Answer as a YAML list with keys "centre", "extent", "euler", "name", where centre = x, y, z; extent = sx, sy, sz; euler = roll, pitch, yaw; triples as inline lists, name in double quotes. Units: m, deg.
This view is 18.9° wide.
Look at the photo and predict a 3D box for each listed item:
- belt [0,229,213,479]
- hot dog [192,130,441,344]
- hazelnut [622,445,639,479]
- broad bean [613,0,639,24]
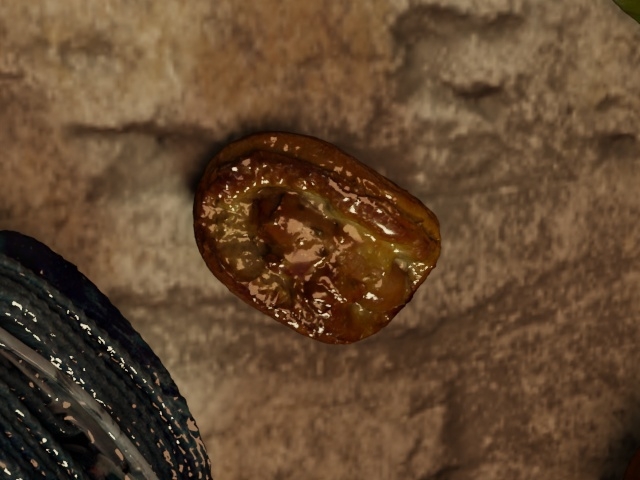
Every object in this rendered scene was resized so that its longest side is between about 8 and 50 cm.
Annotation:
- centre: [-0.161, 0.090, 0.974]
  extent: [0.218, 0.128, 0.122]
  euler: [50, 46, -30]
  name: "belt"
- centre: [0.000, -0.002, 1.041]
  extent: [0.147, 0.065, 0.099]
  euler: [32, 102, -30]
  name: "hot dog"
- centre: [0.272, 0.160, 1.160]
  extent: [0.182, 0.182, 0.182]
  euler: [-7, 109, -21]
  name: "hazelnut"
- centre: [0.234, -0.117, 1.106]
  extent: [0.077, 0.061, 0.339]
  euler: [-44, 117, 3]
  name: "broad bean"
